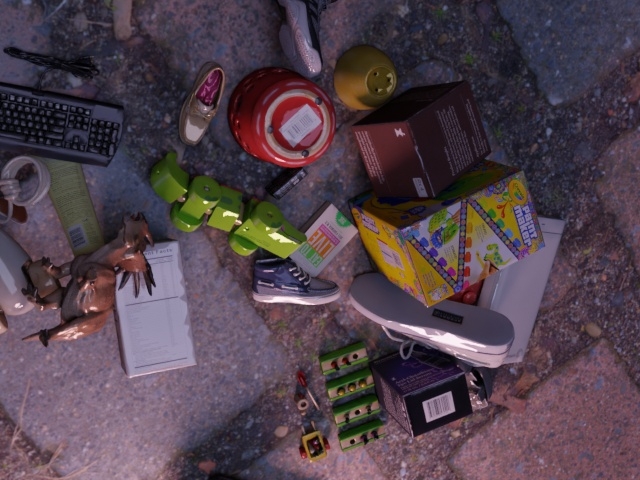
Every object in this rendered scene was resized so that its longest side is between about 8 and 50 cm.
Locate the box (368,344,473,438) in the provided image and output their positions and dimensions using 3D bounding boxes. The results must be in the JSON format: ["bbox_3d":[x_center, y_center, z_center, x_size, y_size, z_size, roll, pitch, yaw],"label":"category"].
[{"bbox_3d":[0.218,0.325,1.983,0.153,0.207,0.108,-19,109,-15],"label":"box"}]

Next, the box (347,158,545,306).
[{"bbox_3d":[0.253,-0.036,1.856,0.279,0.290,0.177,-26,110,-13],"label":"box"}]

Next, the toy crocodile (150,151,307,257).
[{"bbox_3d":[-0.182,-0.061,1.794,0.340,0.105,0.115,24,137,-20],"label":"toy crocodile"}]

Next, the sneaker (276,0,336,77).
[{"bbox_3d":[-0.008,-0.446,1.719,0.153,0.101,0.269,-14,79,-23],"label":"sneaker"}]

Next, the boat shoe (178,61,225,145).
[{"bbox_3d":[-0.230,-0.265,1.746,0.063,0.059,0.170,15,98,-23],"label":"boat shoe"}]

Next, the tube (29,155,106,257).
[{"bbox_3d":[-0.464,-0.078,1.677,0.070,0.062,0.240,-9,72,-55],"label":"tube"}]

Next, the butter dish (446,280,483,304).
[{"bbox_3d":[0.303,0.099,1.989,0.160,0.118,0.160,-22,131,-14],"label":"butter dish"}]

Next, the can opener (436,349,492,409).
[{"bbox_3d":[0.325,0.273,2.096,0.095,0.076,0.283,-44,118,-40],"label":"can opener"}]

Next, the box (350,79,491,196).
[{"bbox_3d":[0.207,-0.205,1.826,0.203,0.167,0.168,-35,114,-33],"label":"box"}]

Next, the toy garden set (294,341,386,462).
[{"bbox_3d":[0.034,0.375,2.012,0.203,0.049,0.244,-18,109,-12],"label":"toy garden set"}]

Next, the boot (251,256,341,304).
[{"bbox_3d":[-0.049,0.082,1.881,0.190,0.069,0.086,-1,117,-9],"label":"boot"}]

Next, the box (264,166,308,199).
[{"bbox_3d":[-0.070,-0.122,1.838,0.083,0.067,0.018,-42,114,-6],"label":"box"}]

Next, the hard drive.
[{"bbox_3d":[0.442,0.111,2.045,0.233,0.047,0.353,4,104,-49],"label":"hard drive"}]

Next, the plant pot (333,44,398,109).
[{"bbox_3d":[0.106,-0.328,1.831,0.134,0.095,0.134,-5,106,-19],"label":"plant pot"}]

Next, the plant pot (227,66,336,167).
[{"bbox_3d":[-0.072,-0.240,1.750,0.191,0.174,0.191,-4,103,-18],"label":"plant pot"}]

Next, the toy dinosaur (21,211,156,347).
[{"bbox_3d":[-0.403,0.097,1.604,0.296,0.127,0.200,-55,152,16],"label":"toy dinosaur"}]

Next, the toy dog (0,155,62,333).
[{"bbox_3d":[-0.599,0.008,1.662,0.220,0.161,0.334,-6,91,-15],"label":"toy dog"}]

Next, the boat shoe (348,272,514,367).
[{"bbox_3d":[0.232,0.190,1.952,0.367,0.136,0.156,16,138,13],"label":"boat shoe"}]

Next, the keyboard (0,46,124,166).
[{"bbox_3d":[-0.519,-0.256,1.643,0.317,0.033,0.202,9,92,-17],"label":"keyboard"}]

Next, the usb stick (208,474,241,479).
[{"bbox_3d":[-0.129,0.588,2.018,0.278,0.045,0.077,21,105,-23],"label":"usb stick"}]

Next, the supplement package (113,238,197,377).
[{"bbox_3d":[-0.332,0.125,1.747,0.139,0.134,0.244,-8,94,-18],"label":"supplement package"}]

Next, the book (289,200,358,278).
[{"bbox_3d":[0.000,0.000,1.918,0.144,0.035,0.096,-48,118,-4],"label":"book"}]
